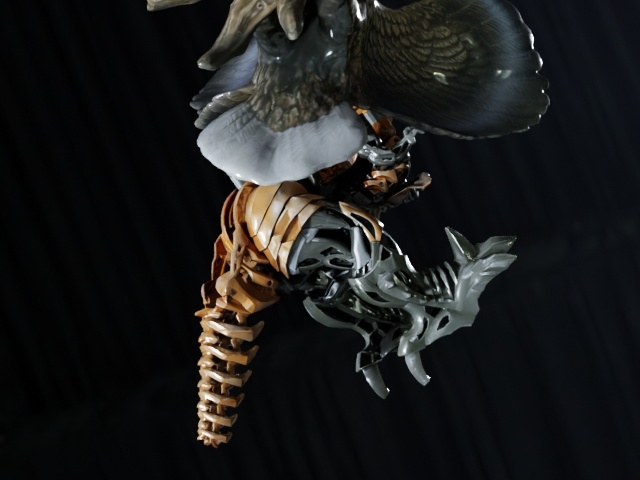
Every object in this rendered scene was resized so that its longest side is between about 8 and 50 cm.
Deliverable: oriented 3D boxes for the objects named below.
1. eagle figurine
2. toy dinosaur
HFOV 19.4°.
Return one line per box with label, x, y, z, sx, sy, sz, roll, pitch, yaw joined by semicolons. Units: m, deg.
eagle figurine;0.012;-0.137;1.233;0.225;0.226;0.298;-39;-21;3
toy dinosaur;0.000;0.000;1.361;0.322;0.218;0.164;-57;12;2
